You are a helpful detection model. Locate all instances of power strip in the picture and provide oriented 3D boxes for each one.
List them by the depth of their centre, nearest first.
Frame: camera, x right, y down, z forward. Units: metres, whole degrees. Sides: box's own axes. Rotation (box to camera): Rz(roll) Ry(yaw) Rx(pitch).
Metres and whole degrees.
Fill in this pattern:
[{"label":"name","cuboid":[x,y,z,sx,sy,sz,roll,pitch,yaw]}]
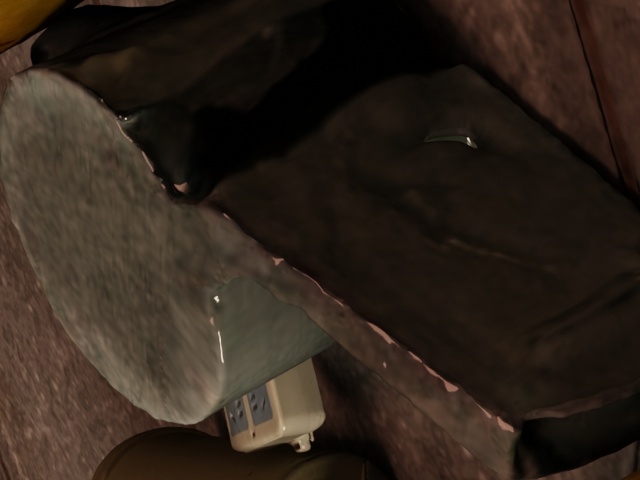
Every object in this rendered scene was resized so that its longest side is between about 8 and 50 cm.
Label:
[{"label":"power strip","cuboid":[-0.042,0.030,1.139,0.081,0.035,0.192,148,110,-65]}]

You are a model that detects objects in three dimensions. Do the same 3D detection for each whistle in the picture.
[{"label":"whistle","cuboid":[0.001,-0.024,0.907,0.405,0.168,0.188,8,121,55]}]

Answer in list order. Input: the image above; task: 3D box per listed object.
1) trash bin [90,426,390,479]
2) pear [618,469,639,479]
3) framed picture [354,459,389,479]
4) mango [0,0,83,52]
[{"label":"trash bin","cuboid":[-0.028,0.237,1.244,0.247,0.121,0.243,-5,107,60]},{"label":"pear","cuboid":[0.153,0.220,0.663,0.309,0.309,0.309,43,147,38]},{"label":"framed picture","cuboid":[0.049,0.268,0.849,0.232,0.019,0.296,52,-147,-57]},{"label":"mango","cuboid":[-0.197,-0.204,1.007,0.220,0.301,0.445,43,177,-12]}]
